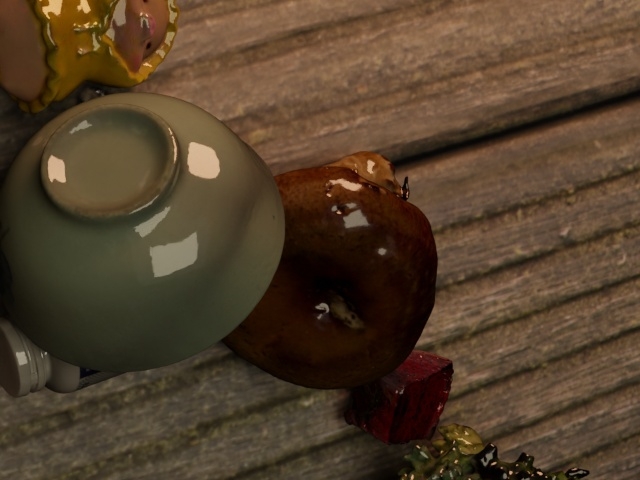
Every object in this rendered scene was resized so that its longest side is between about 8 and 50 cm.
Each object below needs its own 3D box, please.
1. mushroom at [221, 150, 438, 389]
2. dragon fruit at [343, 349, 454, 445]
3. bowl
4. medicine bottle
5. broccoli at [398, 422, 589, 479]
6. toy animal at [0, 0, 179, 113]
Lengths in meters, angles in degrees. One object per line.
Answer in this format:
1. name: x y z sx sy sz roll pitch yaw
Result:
1. mushroom: -0.004 0.033 1.841 0.267 0.254 0.267 -2 103 -9
2. dragon fruit: 0.076 0.172 1.956 0.147 0.096 0.102 -1 106 -62
3. bowl: -0.186 -0.035 1.648 0.289 0.289 0.146 -49 154 -19
4. medicine bottle: -0.229 0.089 1.746 0.191 0.107 0.107 -19 103 -29
5. broccoli: 0.200 0.394 1.948 0.281 0.293 0.348 -14 126 -69
6. toy animal: -0.250 -0.202 1.705 0.230 0.156 0.156 -19 103 -39
